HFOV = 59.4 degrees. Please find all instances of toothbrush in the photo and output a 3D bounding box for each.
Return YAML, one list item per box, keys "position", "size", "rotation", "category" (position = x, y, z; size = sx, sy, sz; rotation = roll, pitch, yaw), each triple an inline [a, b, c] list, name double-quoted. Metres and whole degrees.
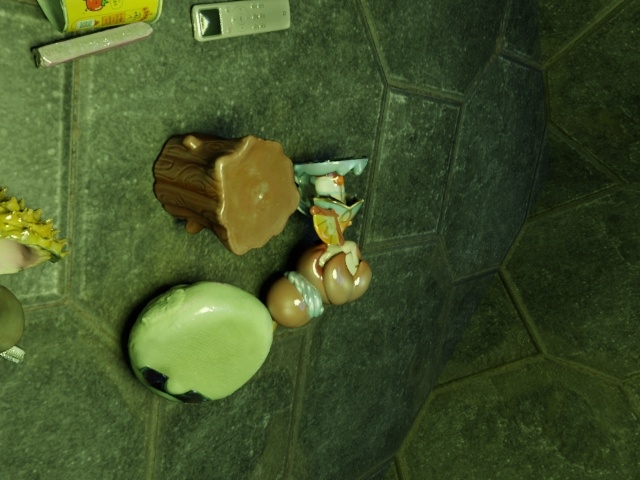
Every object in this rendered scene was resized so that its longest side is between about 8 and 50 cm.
- position: [-0.570, 0.121, 0.854]
  size: [0.024, 0.026, 0.288]
  rotation: [-27, 137, 10]
  category: "toothbrush"

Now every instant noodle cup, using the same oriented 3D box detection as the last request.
- position: [-0.342, -0.393, 0.823]
  size: [0.144, 0.182, 0.182]
  rotation: [-32, 128, -29]
  category: "instant noodle cup"

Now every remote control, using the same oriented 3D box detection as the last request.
- position: [-0.153, -0.453, 1.144]
  size: [0.261, 0.029, 0.067]
  rotation: [-29, 125, -42]
  category: "remote control"

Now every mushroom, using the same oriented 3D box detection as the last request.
- position: [-0.519, 0.114, 0.819]
  size: [0.188, 0.117, 0.141]
  rotation: [17, 53, -58]
  category: "mushroom"

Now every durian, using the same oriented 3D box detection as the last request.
- position: [-0.477, -0.016, 0.785]
  size: [0.305, 0.195, 0.186]
  rotation: [26, 77, -51]
  category: "durian"

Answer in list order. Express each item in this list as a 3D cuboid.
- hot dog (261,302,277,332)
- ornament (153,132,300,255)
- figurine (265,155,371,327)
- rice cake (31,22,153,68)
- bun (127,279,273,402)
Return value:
- position: [-0.170, 0.181, 1.348]
  size: [0.242, 0.073, 0.084]
  rotation: [35, 81, -51]
  category: "hot dog"
- position: [-0.190, -0.101, 1.085]
  size: [0.235, 0.217, 0.221]
  rotation: [15, 92, -54]
  category: "ornament"
- position: [0.000, 0.000, 1.354]
  size: [0.276, 0.248, 0.388]
  rotation: [-29, 116, -64]
  category: "figurine"
- position: [-0.365, -0.322, 0.915]
  size: [0.206, 0.047, 0.036]
  rotation: [-36, 124, -39]
  category: "rice cake"
- position: [-0.251, 0.185, 1.158]
  size: [0.293, 0.187, 0.293]
  rotation: [-16, 131, -19]
  category: "bun"
